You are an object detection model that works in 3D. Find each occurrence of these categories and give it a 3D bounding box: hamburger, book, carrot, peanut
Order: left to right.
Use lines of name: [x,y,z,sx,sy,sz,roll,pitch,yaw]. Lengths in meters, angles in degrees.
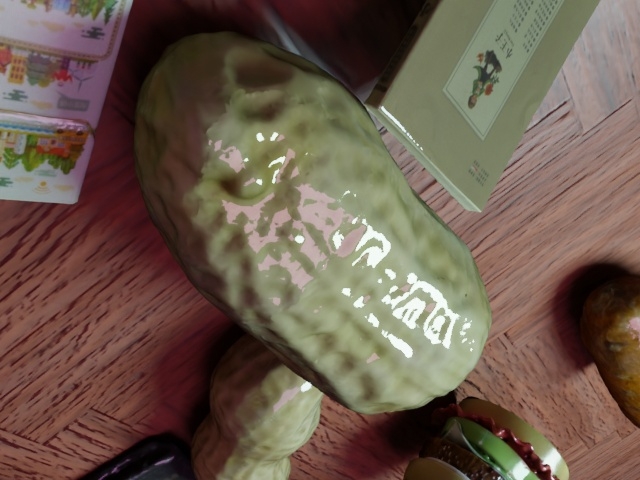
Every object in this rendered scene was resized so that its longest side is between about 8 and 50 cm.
peanut: [-0.054,0.160,0.651,0.104,0.085,0.228,-4,134,-33]
peanut: [0.000,0.000,0.478,0.152,0.152,0.313,-39,132,8]
hamburger: [0.164,0.261,0.812,0.137,0.175,0.175,-43,143,-22]
book: [0.113,-0.129,0.463,0.138,0.016,0.198,35,84,-48]
carrot: [0.354,0.105,0.822,0.159,0.159,0.225,-42,125,12]

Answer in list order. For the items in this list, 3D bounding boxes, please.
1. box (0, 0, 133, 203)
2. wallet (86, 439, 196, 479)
box: [-0.151,-0.115,0.359,0.122,0.032,0.220,3,128,-34]
wallet: [-0.151,0.309,0.772,0.170,0.044,0.321,-31,136,-3]
